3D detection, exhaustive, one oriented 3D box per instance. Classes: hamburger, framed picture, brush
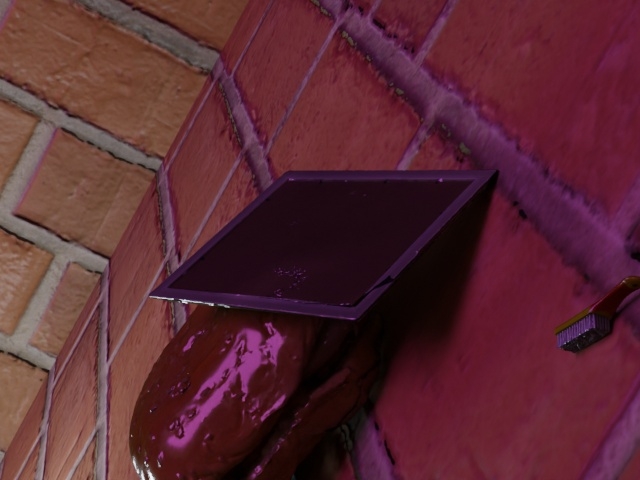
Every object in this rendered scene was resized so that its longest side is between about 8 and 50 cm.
[{"bbox_3d":[-0.066,0.129,1.314,0.283,0.144,0.259,-48,16,1],"label":"hamburger"},{"bbox_3d":[0.000,0.000,1.248,0.273,0.016,0.216,4,38,46],"label":"framed picture"},{"bbox_3d":[0.182,0.048,0.898,0.083,0.019,0.021,-47,32,47],"label":"brush"}]

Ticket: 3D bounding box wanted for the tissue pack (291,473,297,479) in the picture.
[{"bbox_3d":[-0.078,0.281,1.353,0.193,0.026,0.122,-56,12,17],"label":"tissue pack"}]
